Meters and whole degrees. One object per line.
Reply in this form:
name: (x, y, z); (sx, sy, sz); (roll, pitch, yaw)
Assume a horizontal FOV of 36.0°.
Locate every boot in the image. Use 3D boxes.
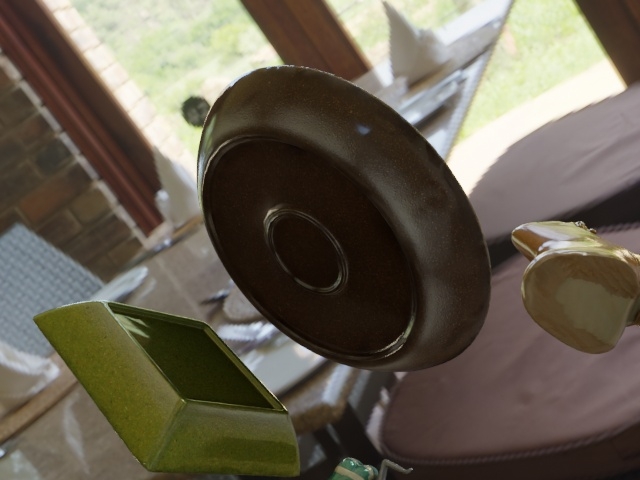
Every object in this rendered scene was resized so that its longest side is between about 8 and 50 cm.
boot: (0.268, 0.034, 1.076); (0.211, 0.295, 0.104); (40, 111, 52)

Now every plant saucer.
plant saucer: (-0.113, 0.113, 0.811); (0.188, 0.188, 0.045); (42, 103, 35)
plant saucer: (0.000, 0.000, 0.854); (0.050, 0.310, 0.311); (-41, 14, -36)

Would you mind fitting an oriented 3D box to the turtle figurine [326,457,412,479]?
turtle figurine: (0.016, 0.230, 0.622); (0.118, 0.175, 0.234); (-7, -17, -25)
